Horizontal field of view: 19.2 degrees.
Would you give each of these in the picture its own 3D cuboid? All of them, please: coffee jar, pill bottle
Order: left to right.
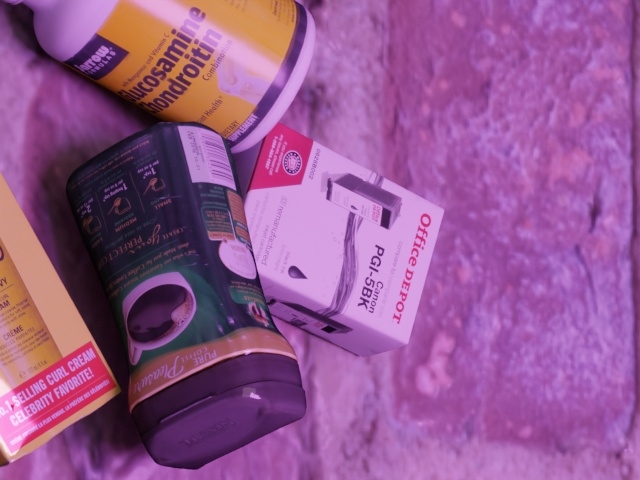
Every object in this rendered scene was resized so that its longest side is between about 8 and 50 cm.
[{"bbox_3d":[-0.102,-0.134,1.110,0.184,0.103,0.103,29,66,-23],"label":"pill bottle"},{"bbox_3d":[-0.075,0.032,1.068,0.079,0.096,0.184,19,48,-58],"label":"coffee jar"}]

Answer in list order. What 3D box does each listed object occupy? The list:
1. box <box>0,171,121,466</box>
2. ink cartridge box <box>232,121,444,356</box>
[{"bbox_3d":[-0.207,0.007,1.043,0.087,0.058,0.232,-31,98,-34],"label":"box"},{"bbox_3d":[0.000,0.000,1.172,0.135,0.056,0.099,26,67,-24],"label":"ink cartridge box"}]
